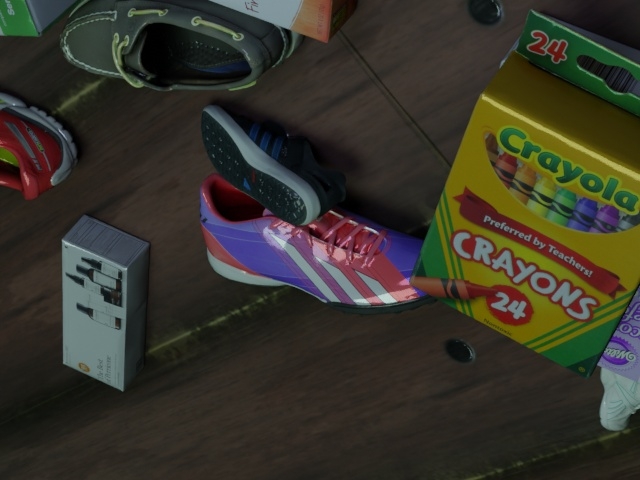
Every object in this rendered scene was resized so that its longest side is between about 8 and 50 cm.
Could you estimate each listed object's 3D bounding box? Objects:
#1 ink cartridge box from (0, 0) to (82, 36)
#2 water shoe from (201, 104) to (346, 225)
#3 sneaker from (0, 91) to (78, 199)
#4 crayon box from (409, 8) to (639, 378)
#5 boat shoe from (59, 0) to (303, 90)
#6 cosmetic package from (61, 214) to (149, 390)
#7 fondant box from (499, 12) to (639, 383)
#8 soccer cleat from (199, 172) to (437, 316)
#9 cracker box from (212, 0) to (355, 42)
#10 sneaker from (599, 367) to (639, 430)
[{"bbox_3d":[-0.351,-0.291,1.743,0.208,0.153,0.086,5,129,30],"label":"ink cartridge box"},{"bbox_3d":[-0.053,-0.086,1.789,0.203,0.080,0.073,43,142,33],"label":"water shoe"},{"bbox_3d":[-0.431,-0.133,1.967,0.279,0.118,0.107,23,136,16],"label":"sneaker"},{"bbox_3d":[0.218,-0.035,1.494,0.202,0.081,0.318,28,137,11],"label":"crayon box"},{"bbox_3d":[-0.167,-0.212,1.733,0.305,0.091,0.109,3,128,33],"label":"boat shoe"},{"bbox_3d":[-0.280,0.085,2.104,0.099,0.060,0.239,24,137,16],"label":"cosmetic package"},{"bbox_3d":[0.273,-0.032,1.592,0.238,0.096,0.330,23,138,15],"label":"fondant box"},{"bbox_3d":[0.000,0.000,1.801,0.318,0.108,0.116,11,134,31],"label":"soccer cleat"},{"bbox_3d":[-0.076,-0.307,1.604,0.232,0.067,0.155,22,136,18],"label":"cracker box"},{"bbox_3d":[0.332,0.162,1.746,0.061,0.053,0.152,10,146,16],"label":"sneaker"}]
